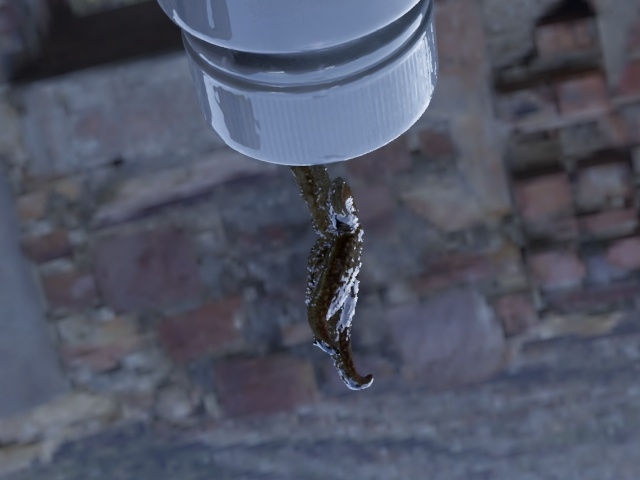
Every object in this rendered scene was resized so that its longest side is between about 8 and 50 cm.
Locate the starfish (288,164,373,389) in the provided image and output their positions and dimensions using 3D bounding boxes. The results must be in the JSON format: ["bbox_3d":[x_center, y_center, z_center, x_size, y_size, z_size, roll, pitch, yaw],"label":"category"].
[{"bbox_3d":[0.008,0.000,1.445,0.057,0.213,0.238,-2,-127,-6],"label":"starfish"}]

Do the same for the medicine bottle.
[{"bbox_3d":[-0.022,-0.231,1.259,0.208,0.340,0.208,-5,-135,5],"label":"medicine bottle"}]
